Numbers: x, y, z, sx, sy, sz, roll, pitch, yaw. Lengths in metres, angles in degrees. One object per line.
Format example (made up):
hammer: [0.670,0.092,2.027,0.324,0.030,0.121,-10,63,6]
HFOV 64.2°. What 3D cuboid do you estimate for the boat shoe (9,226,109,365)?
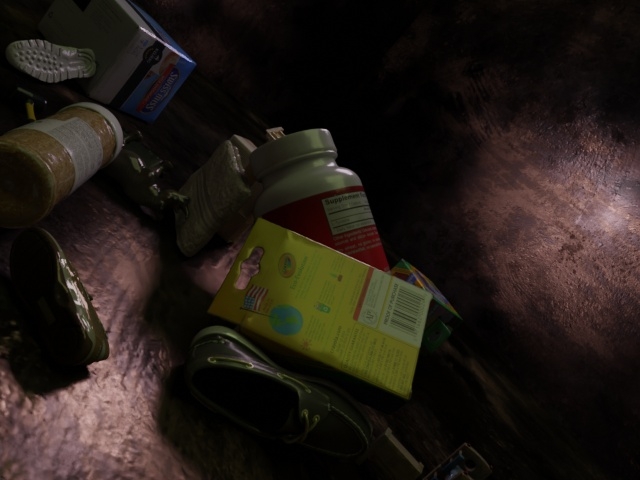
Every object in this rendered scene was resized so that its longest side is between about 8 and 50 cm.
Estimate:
boat shoe: [-0.309,0.069,0.613,0.190,0.068,0.072,58,6,22]

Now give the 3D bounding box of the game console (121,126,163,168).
game console: [-0.435,-0.196,1.193,0.122,0.071,0.107,40,43,-6]

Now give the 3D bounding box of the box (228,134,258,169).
box: [-0.177,-0.158,1.540,0.311,0.148,0.121,46,13,9]

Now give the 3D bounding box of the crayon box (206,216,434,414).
crayon box: [0.004,0.113,0.810,0.319,0.081,0.202,25,52,-1]

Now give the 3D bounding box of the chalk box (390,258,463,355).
chalk box: [0.311,0.232,1.635,0.179,0.180,0.289,35,13,-29]

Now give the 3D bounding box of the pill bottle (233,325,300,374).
pill bottle: [-0.082,0.190,0.829,0.137,0.078,0.078,46,13,18]

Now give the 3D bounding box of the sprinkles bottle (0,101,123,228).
sprinkles bottle: [-0.414,-0.134,0.801,0.121,0.121,0.355,38,14,-19]

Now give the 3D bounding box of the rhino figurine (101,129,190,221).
rhino figurine: [-0.355,-0.124,1.027,0.243,0.073,0.106,44,49,3]

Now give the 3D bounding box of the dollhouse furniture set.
dollhouse furniture set: [0.181,0.383,0.870,0.183,0.129,0.129,45,13,13]

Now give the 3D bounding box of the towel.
towel: [-0.234,-0.101,1.083,0.049,0.187,0.282,39,12,-32]

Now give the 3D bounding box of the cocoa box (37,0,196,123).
cocoa box: [-0.568,-0.544,1.430,0.347,0.231,0.228,48,13,23]

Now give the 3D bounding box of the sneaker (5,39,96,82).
sneaker: [-0.638,-0.418,1.187,0.095,0.090,0.235,15,16,15]

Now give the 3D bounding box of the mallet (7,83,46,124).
mallet: [-0.540,-0.227,0.937,0.062,0.039,0.189,32,20,-44]

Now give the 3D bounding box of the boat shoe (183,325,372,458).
boat shoe: [-0.055,0.234,0.717,0.305,0.109,0.091,33,15,-12]

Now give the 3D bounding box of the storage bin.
storage bin: [-0.160,-0.141,1.267,0.123,0.262,0.260,43,12,-6]

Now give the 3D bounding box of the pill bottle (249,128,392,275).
pill bottle: [0.000,0.000,1.019,0.229,0.229,0.407,-7,79,-73]
